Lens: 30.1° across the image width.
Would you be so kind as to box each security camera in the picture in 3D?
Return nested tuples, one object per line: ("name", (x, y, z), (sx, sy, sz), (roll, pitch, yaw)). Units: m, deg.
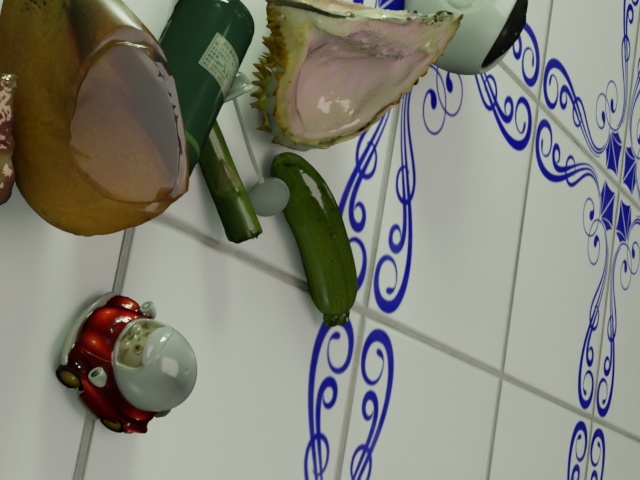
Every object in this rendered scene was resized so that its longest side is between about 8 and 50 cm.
("security camera", (0.206, -0.352, 1.677), (0.194, 0.194, 0.236), (17, 81, -57))

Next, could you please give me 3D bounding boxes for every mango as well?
("mango", (-0.214, -0.122, 1.034), (0.136, 0.166, 0.236), (-12, 101, -27))

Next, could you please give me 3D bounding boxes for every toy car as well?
("toy car", (-0.171, 0.126, 1.156), (0.112, 0.112, 0.139), (-58, 137, -40))

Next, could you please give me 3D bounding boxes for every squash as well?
("squash", (0.000, 0.000, 1.468), (0.069, 0.069, 0.258), (-52, 133, -43))

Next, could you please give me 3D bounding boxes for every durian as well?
("durian", (0.008, -0.197, 1.406), (0.305, 0.185, 0.196), (-12, 120, -50))

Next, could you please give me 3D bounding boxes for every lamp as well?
("lamp", (-0.075, -0.098, 1.333), (0.050, 0.056, 0.198), (-25, 129, -7))

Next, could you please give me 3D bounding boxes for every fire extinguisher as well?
("fire extinguisher", (-0.131, -0.183, 1.229), (0.118, 0.093, 0.294), (70, 35, -55))

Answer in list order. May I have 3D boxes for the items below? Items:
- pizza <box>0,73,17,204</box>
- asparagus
("pizza", (-0.334, -0.128, 0.906), (0.161, 0.085, 0.305), (-47, 131, -18))
("asparagus", (-0.113, -0.080, 1.311), (0.045, 0.041, 0.178), (-99, 168, -80))
